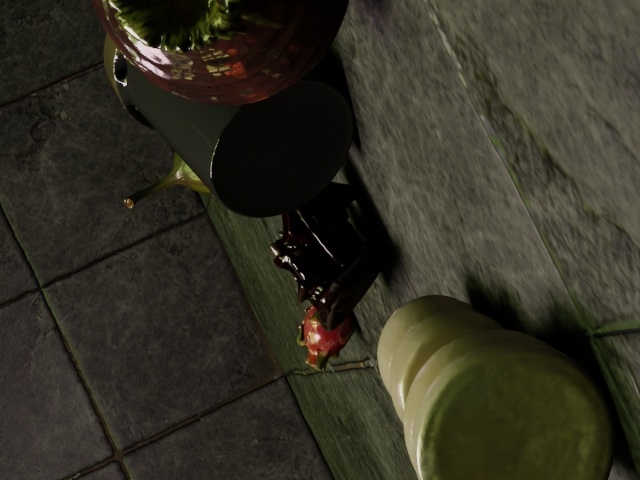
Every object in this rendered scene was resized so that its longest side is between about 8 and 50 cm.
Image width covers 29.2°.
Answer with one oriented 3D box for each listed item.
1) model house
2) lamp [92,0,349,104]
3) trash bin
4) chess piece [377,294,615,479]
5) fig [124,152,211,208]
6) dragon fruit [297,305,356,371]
[{"bbox_3d":[-0.007,0.008,1.474,0.164,0.141,0.203,42,162,10],"label":"model house"},{"bbox_3d":[-0.089,-0.233,1.038,0.247,0.247,0.247,62,170,18],"label":"lamp"},{"bbox_3d":[-0.119,-0.190,1.394,0.334,0.214,0.214,48,162,43],"label":"trash bin"},{"bbox_3d":[0.124,0.130,1.072,0.300,0.167,0.167,-133,20,-74],"label":"chess piece"},{"bbox_3d":[-0.215,-0.114,2.012,0.149,0.245,0.149,53,164,23],"label":"fig"},{"bbox_3d":[0.006,0.142,1.884,0.081,0.116,0.086,2,150,49],"label":"dragon fruit"}]
